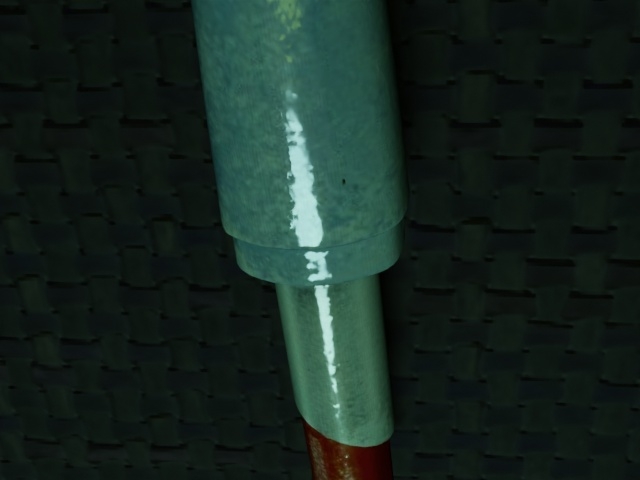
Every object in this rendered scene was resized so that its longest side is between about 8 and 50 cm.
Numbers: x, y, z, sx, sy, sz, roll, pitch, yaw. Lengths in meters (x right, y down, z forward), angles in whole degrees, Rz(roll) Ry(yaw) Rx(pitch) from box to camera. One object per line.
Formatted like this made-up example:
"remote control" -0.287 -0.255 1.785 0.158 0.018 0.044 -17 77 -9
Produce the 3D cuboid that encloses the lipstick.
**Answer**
"lipstick" 0.000 0.000 0.406 0.068 0.061 0.274 -3 124 7
